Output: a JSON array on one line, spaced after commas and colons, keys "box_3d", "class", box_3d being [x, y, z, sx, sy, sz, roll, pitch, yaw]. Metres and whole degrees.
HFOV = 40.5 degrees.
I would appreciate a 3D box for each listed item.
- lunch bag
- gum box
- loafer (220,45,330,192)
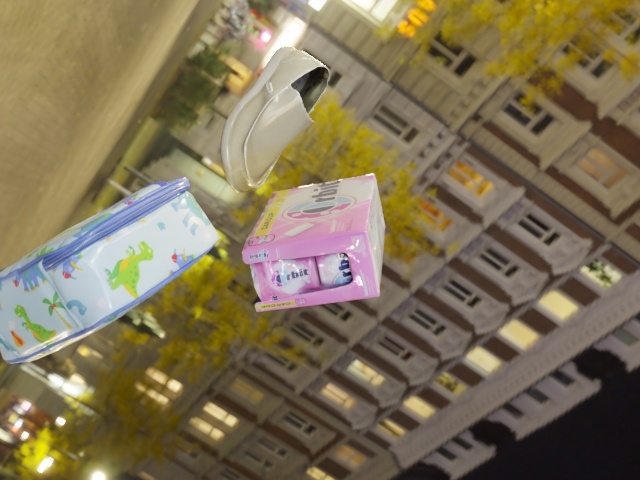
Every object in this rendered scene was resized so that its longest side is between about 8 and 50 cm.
[{"box_3d": [-0.209, 0.027, 0.809, 0.219, 0.090, 0.176, -23, -170, 43], "class": "lunch bag"}, {"box_3d": [0.000, 0.000, 0.798, 0.107, 0.062, 0.188, -9, -162, 9], "class": "gum box"}, {"box_3d": [-0.065, -0.187, 1.304, 0.092, 0.102, 0.268, 8, -118, 28], "class": "loafer"}]
